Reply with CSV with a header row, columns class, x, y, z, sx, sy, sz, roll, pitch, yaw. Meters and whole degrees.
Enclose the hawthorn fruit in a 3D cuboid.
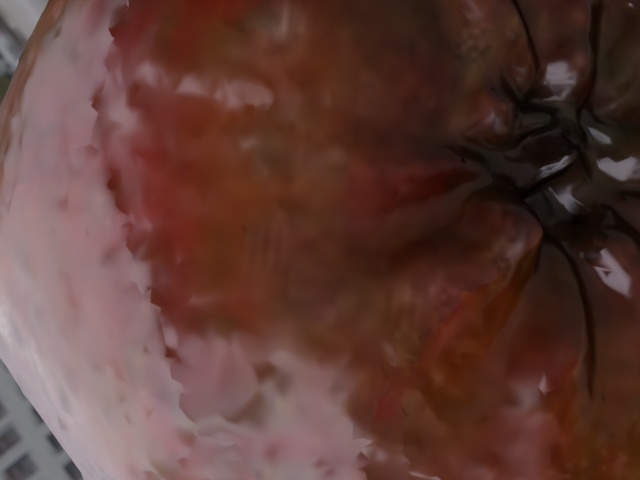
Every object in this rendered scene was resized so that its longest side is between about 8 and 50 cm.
class,x,y,z,sx,sy,sz,roll,pitch,yaw
hawthorn fruit,0.000,0.000,0.424,0.200,0.179,0.179,-15,118,53
